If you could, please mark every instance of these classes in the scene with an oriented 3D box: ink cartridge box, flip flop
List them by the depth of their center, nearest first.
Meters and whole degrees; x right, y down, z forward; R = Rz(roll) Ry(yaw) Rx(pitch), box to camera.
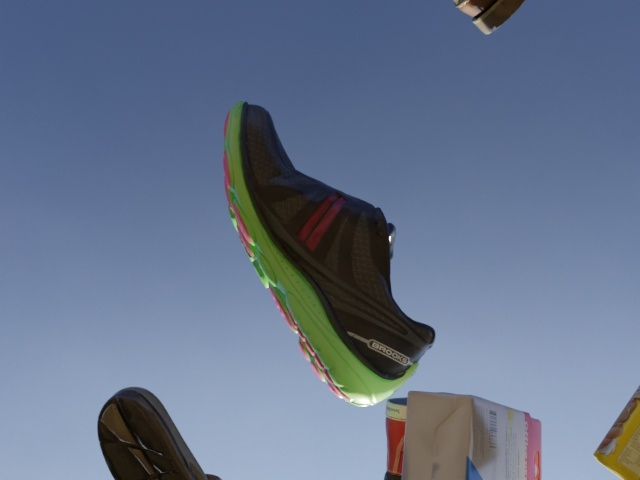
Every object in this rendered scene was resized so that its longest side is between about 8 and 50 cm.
[{"bbox_3d":[-0.131,0.268,0.615,0.112,0.080,0.277,-24,-88,24],"label":"flip flop"},{"bbox_3d":[0.184,0.258,0.711,0.078,0.231,0.134,-7,-114,37],"label":"ink cartridge box"}]

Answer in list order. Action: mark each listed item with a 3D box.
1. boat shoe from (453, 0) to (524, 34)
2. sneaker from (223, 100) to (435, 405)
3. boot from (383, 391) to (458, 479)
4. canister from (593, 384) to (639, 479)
[{"bbox_3d":[0.243,-0.398,0.781,0.104,0.307,0.110,38,-34,-13],"label":"boat shoe"},{"bbox_3d":[0.000,0.000,0.914,0.202,0.185,0.483,-27,-101,-14],"label":"sneaker"},{"bbox_3d":[0.204,0.358,1.054,0.244,0.088,0.176,5,-94,-36],"label":"boot"},{"bbox_3d":[0.395,0.202,0.702,0.126,0.073,0.170,33,-89,-47],"label":"canister"}]
